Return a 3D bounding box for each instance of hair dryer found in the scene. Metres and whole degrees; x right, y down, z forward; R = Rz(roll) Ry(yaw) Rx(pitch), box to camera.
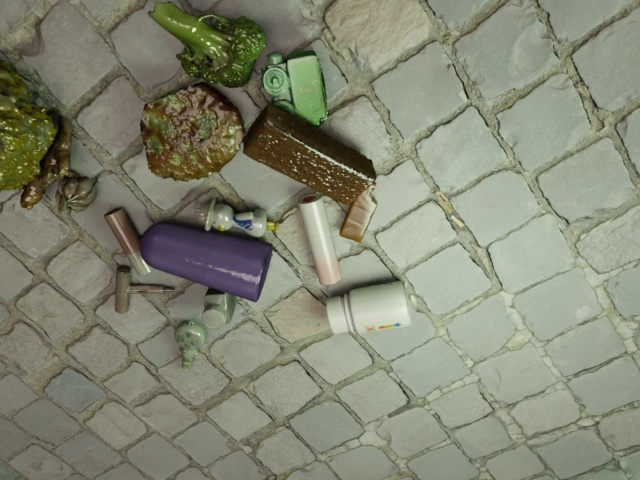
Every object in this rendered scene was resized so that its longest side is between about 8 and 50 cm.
[{"bbox_3d":[-0.677,0.205,1.971,0.220,0.053,0.195,11,118,-9],"label":"hair dryer"}]

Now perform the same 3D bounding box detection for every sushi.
[{"bbox_3d":[-1.019,-0.364,1.551,0.351,0.240,0.396,-43,86,24],"label":"sushi"}]

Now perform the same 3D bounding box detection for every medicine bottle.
[{"bbox_3d":[0.178,0.252,1.861,0.293,0.170,0.170,-12,115,9],"label":"medicine bottle"},{"bbox_3d":[-0.372,0.238,1.881,0.088,0.188,0.132,-2,116,5],"label":"medicine bottle"}]

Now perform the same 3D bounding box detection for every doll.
[{"bbox_3d":[-0.289,-0.071,1.761,0.293,0.119,0.138,13,160,-4],"label":"doll"}]

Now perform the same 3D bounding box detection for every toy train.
[{"bbox_3d":[-0.077,-0.451,1.551,0.188,0.132,0.243,-8,118,1],"label":"toy train"}]

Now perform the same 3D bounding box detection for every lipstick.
[{"bbox_3d":[-0.689,0.006,1.852,0.070,0.070,0.254,-17,114,12],"label":"lipstick"},{"bbox_3d":[0.000,0.000,1.792,0.087,0.087,0.326,-10,116,9],"label":"lipstick"}]

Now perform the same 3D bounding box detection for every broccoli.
[{"bbox_3d":[-0.317,-0.576,1.483,0.302,0.186,0.254,25,156,-9],"label":"broccoli"}]

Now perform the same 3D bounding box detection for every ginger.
[{"bbox_3d":[-0.908,-0.241,1.711,0.333,0.080,0.166,-42,67,16],"label":"ginger"}]

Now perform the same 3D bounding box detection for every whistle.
[{"bbox_3d":[-0.525,0.417,2.054,0.126,0.067,0.258,16,121,3],"label":"whistle"}]

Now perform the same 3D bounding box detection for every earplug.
[{"bbox_3d":[-0.407,0.059,1.790,0.456,0.215,0.215,15,117,0],"label":"earplug"}]

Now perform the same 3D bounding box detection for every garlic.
[{"bbox_3d":[-0.831,-0.148,1.724,0.127,0.194,0.131,22,114,-22],"label":"garlic"}]

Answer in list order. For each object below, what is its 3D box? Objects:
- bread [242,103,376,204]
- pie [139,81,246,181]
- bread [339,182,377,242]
[{"bbox_3d":[-0.030,-0.256,1.574,0.416,0.113,0.165,24,133,-31],"label":"bread"},{"bbox_3d":[-0.412,-0.340,1.641,0.355,0.103,0.288,-21,113,9],"label":"pie"},{"bbox_3d":[0.140,-0.105,1.751,0.088,0.049,0.226,21,115,-6],"label":"bread"}]
